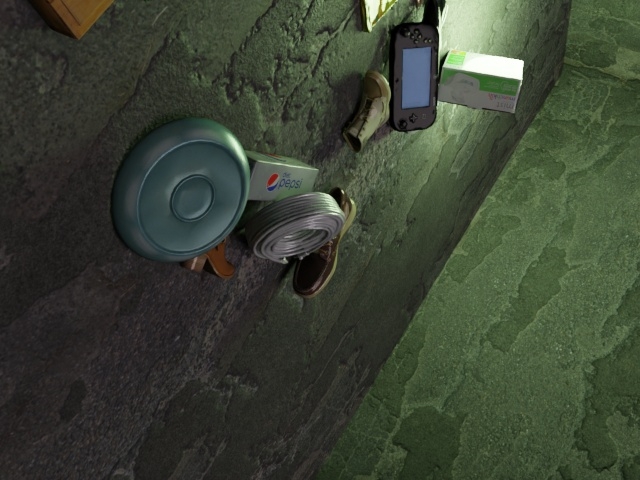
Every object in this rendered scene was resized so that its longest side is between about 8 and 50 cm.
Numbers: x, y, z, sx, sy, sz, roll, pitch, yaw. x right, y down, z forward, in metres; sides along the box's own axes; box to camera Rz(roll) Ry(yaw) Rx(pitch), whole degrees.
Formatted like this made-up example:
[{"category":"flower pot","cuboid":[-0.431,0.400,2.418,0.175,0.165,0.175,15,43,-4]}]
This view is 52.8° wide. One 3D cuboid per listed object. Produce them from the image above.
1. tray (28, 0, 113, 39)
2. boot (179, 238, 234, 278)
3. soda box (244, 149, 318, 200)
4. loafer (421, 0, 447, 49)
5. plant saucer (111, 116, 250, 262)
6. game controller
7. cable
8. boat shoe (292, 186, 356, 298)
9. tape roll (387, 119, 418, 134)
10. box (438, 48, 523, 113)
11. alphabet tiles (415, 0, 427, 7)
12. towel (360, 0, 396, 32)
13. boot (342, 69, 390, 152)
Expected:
[{"category":"tray","cuboid":[-0.299,-0.519,0.946,0.411,0.076,0.203,-57,153,-17]},{"category":"boot","cuboid":[-0.240,0.006,1.521,0.197,0.072,0.153,23,88,-66]},{"category":"soda box","cuboid":[-0.121,-0.155,1.570,0.286,0.091,0.098,-4,118,-60]},{"category":"loafer","cuboid":[0.333,-0.637,1.982,0.078,0.076,0.224,1,103,-47]},{"category":"plant saucer","cuboid":[-0.267,-0.091,1.316,0.317,0.043,0.318,-23,128,-33]},{"category":"game controller","cuboid":[0.283,-0.491,1.944,0.166,0.067,0.320,-7,112,-15]},{"category":"cable","cuboid":[-0.063,-0.034,1.639,0.257,0.089,0.257,-28,160,24]},{"category":"boat shoe","cuboid":[0.000,0.000,1.897,0.342,0.123,0.123,-63,155,-14]},{"category":"tape roll","cuboid":[0.301,-0.461,2.105,0.219,0.072,0.219,-44,147,-37]},{"category":"box","cuboid":[0.546,-0.544,2.206,0.231,0.261,0.127,-59,159,-56]},{"category":"alphabet tiles","cuboid":[0.342,-0.868,1.894,0.285,0.011,0.343,-57,153,-17]},{"category":"towel","cuboid":[0.182,-0.675,1.757,0.237,0.021,0.102,-52,152,-25]},{"category":"boot","cuboid":[0.130,-0.370,1.866,0.165,0.077,0.213,-51,154,-21]}]
